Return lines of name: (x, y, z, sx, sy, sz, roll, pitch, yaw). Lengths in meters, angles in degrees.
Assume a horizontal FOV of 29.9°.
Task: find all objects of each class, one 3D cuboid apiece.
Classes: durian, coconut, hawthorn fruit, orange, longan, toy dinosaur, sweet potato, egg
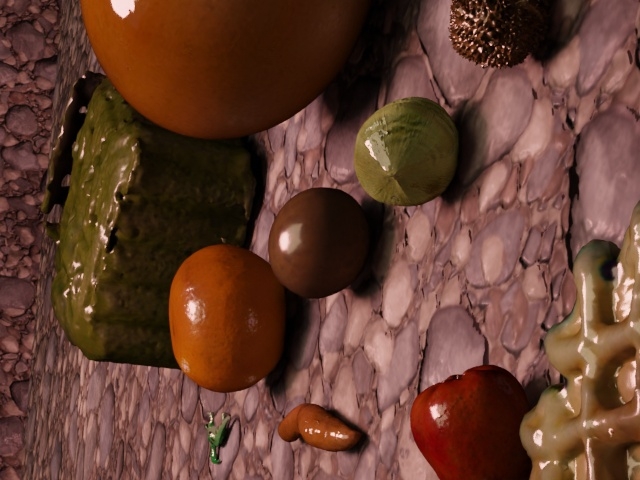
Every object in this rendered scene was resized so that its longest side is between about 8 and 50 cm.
durian: (0.126, -0.157, 0.854, 0.091, 0.080, 0.080, 100, 168, -56)
coconut: (0.068, -0.069, 0.947, 0.088, 0.087, 0.096, -66, -4, 33)
hawthorn fruit: (0.105, 0.132, 0.784, 0.093, 0.081, 0.081, 66, 154, 4)
orange: (-0.095, 0.082, 1.259, 0.156, 0.124, 0.156, 172, 90, -75)
longan: (0.000, 0.000, 1.088, 0.113, 0.092, 0.113, 13, -90, -86)
toy dinosaur: (-0.121, 0.233, 1.404, 0.083, 0.021, 0.062, 169, 102, -72)
sweet potato: (-0.007, 0.171, 1.106, 0.179, 0.044, 0.044, 170, 108, -67)
egg: (-0.083, -0.268, 1.153, 0.351, 0.282, 0.282, -63, 24, 14)

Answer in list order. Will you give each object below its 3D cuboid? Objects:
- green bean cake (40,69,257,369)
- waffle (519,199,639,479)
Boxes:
green bean cake: (-0.232, -0.036, 1.541, 0.319, 0.218, 0.335, -125, 46, -62)
waffle: (0.192, 0.115, 0.572, 0.309, 0.056, 0.292, -120, 43, -58)
